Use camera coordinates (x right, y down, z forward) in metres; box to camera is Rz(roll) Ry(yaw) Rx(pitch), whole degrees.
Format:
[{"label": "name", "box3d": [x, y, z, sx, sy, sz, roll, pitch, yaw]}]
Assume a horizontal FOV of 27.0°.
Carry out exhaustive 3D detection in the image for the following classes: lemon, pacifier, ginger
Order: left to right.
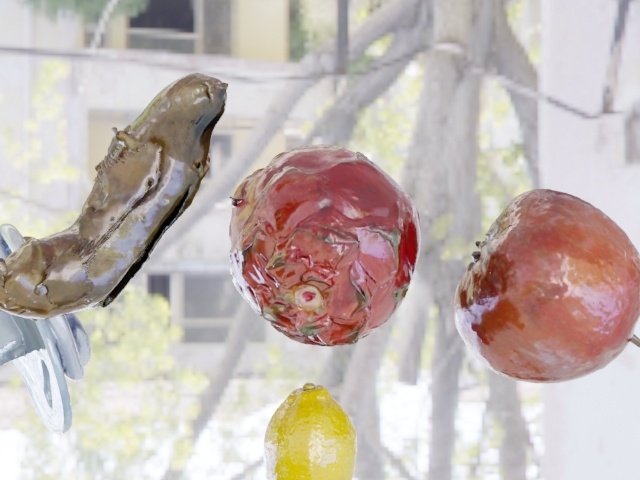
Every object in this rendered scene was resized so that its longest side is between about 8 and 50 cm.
[{"label": "pacifier", "box3d": [-0.381, 0.104, 1.507, 0.207, 0.279, 0.227, -22, 142, -22]}, {"label": "ginger", "box3d": [-0.204, -0.034, 1.332, 0.107, 0.309, 0.133, 30, 163, 40]}, {"label": "lemon", "box3d": [-0.012, 0.247, 1.595, 0.114, 0.155, 0.114, 4, -175, 0]}]

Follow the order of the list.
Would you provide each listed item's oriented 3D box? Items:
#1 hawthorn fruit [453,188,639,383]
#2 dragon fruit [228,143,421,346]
[{"label": "hawthorn fruit", "box3d": [0.303, 0.073, 1.602, 0.271, 0.242, 0.242, 29, -179, 6]}, {"label": "dragon fruit", "box3d": [0.005, 0.006, 1.525, 0.241, 0.241, 0.252, -1, 178, 16]}]
